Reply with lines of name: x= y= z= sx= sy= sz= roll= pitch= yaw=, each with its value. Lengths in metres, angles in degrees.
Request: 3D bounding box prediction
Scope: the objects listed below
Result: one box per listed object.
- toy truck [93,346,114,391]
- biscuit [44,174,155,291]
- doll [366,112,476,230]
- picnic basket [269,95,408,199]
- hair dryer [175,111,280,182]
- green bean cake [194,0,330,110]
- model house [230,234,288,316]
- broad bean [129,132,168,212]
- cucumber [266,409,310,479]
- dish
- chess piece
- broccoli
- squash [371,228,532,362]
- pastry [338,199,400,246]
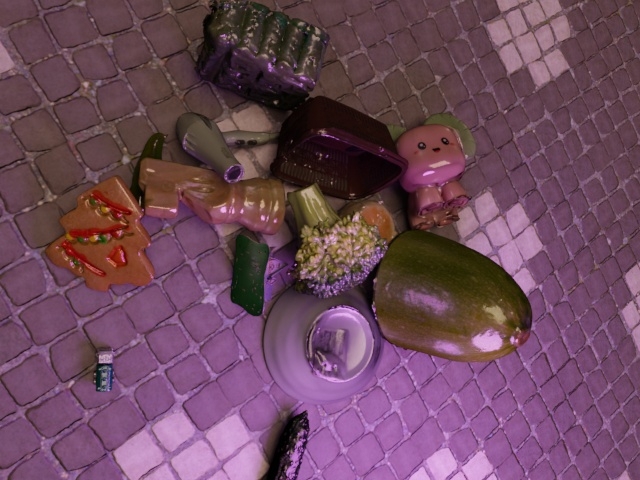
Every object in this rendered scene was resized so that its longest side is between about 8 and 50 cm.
toy truck: x=-0.431 y=0.258 z=1.004 sx=0.039 sy=0.044 sz=0.084 roll=3 pitch=85 yaw=-26
biscuit: x=-0.417 y=-0.011 z=0.975 sx=0.212 sy=0.041 sz=0.239 roll=15 pitch=108 yaw=-4
doll: x=0.263 y=-0.187 z=1.274 sx=0.283 sy=0.216 sz=0.269 roll=-11 pitch=68 yaw=-5
picnic basket: x=0.040 y=-0.208 z=1.151 sx=0.296 sy=0.222 sz=0.129 roll=14 pitch=60 yaw=-36
hair dryer: x=-0.163 y=-0.192 z=1.070 sx=0.266 sy=0.229 sz=0.092 roll=2 pitch=126 yaw=-24
green bean cake: x=-0.133 y=-0.386 z=1.071 sx=0.254 sy=0.241 sz=0.132 roll=15 pitch=86 yaw=-22
model house: x=-0.127 y=0.072 z=1.112 sx=0.088 sy=0.117 sz=0.167 roll=-8 pitch=109 yaw=-48
broad bean: x=-0.382 y=-0.091 z=1.052 sx=0.060 sy=0.043 sz=0.298 roll=22 pitch=79 yaw=-10
cucumber: x=-0.081 y=0.525 z=1.120 sx=0.072 sy=0.072 sz=0.301 roll=18 pitch=79 yaw=-21
dish: x=0.031 y=0.236 z=1.168 sx=0.316 sy=0.106 sz=0.317 roll=2 pitch=86 yaw=-23
chess piece: x=-0.229 y=-0.095 z=1.058 sx=0.300 sy=0.137 sz=0.138 roll=10 pitch=82 yaw=-25
broccoli: x=0.000 y=0.000 z=1.070 sx=0.263 sy=0.246 sz=0.244 roll=-29 pitch=96 yaw=-45
squash: x=0.326 y=0.130 z=1.150 sx=0.310 sy=0.308 sz=0.311 roll=-3 pitch=94 yaw=-39
pastry: x=0.112 y=-0.025 z=1.231 sx=0.165 sy=0.088 sz=0.166 roll=0 pitch=89 yaw=-23
